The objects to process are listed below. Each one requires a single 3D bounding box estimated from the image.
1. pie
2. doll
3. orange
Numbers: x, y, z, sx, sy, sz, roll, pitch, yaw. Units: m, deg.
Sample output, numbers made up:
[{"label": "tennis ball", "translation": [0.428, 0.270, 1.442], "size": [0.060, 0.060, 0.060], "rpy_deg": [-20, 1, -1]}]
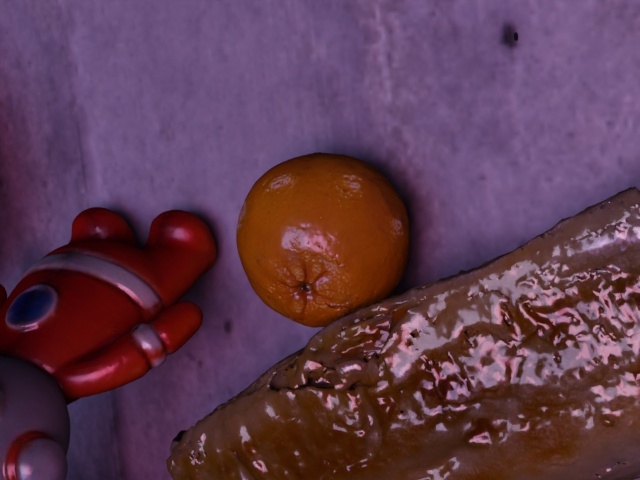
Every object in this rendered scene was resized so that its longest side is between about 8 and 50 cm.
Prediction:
[{"label": "pie", "translation": [0.061, 0.075, 0.664], "size": [0.282, 0.068, 0.129], "rpy_deg": [-28, 101, 32]}, {"label": "doll", "translation": [-0.144, 0.067, 0.702], "size": [0.142, 0.245, 0.076], "rpy_deg": [3, 126, 34]}, {"label": "orange", "translation": [0.000, 0.000, 0.687], "size": [0.083, 0.070, 0.083], "rpy_deg": [15, 131, 18]}]
